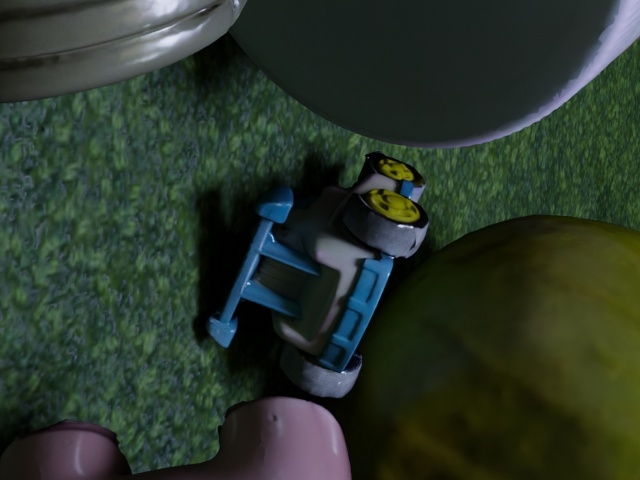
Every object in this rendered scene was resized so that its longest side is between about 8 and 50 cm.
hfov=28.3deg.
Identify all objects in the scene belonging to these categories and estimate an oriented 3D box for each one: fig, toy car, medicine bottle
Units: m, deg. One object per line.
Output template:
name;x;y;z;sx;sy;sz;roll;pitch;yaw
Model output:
fig;0.174;0.155;0.829;0.343;0.343;0.343;-25;120;-54
toy car;0.000;0.000;0.760;0.161;0.098;0.126;-81;-165;-61
medicine bottle;0.090;-0.205;0.663;0.241;0.252;0.252;-42;133;-47

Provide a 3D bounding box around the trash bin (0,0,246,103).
trash bin;-0.094;-0.202;0.440;0.243;0.121;0.247;-77;160;-64

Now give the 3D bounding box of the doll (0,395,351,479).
doll;-0.083;0.211;0.512;0.268;0.216;0.284;-94;172;-46
